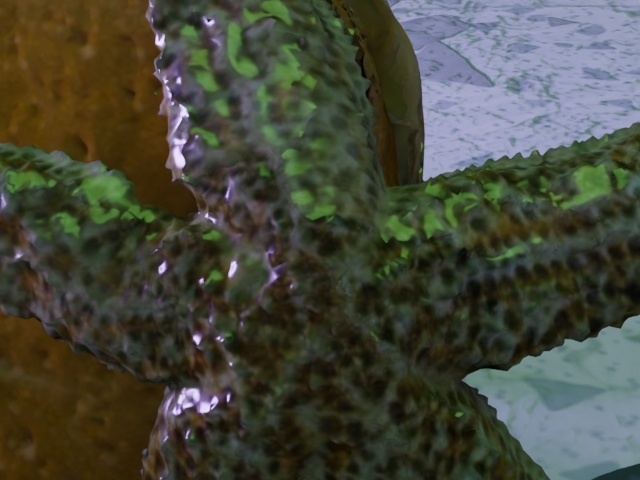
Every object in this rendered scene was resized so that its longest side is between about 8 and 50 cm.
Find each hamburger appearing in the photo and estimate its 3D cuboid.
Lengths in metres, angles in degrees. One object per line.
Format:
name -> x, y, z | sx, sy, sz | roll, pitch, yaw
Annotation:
hamburger -> -0.106, -0.008, 0.547 | 0.284, 0.305, 0.174 | 16, 19, 16

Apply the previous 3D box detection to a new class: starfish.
starfish -> -0.020, 0.032, 0.420 | 0.357, 0.347, 0.078 | 13, 6, 5

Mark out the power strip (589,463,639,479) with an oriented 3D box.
power strip -> 0.146, 0.137, 0.508 | 0.215, 0.044, 0.137 | -3, 26, -2

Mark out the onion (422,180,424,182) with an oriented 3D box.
onion -> 0.000, 0.000, 0.724 | 0.131, 0.131, 0.131 | -2, 25, 1
